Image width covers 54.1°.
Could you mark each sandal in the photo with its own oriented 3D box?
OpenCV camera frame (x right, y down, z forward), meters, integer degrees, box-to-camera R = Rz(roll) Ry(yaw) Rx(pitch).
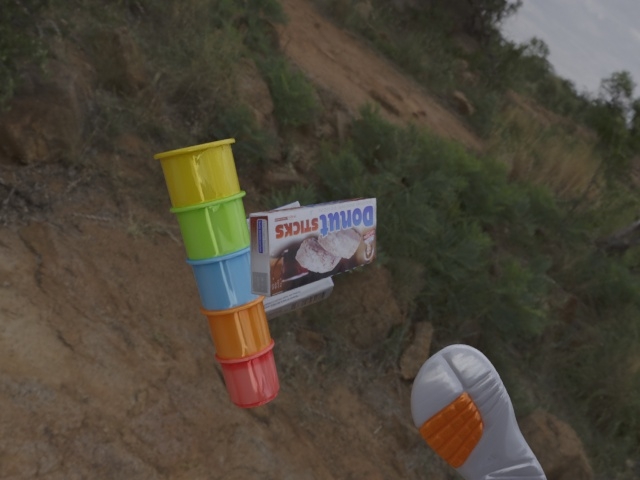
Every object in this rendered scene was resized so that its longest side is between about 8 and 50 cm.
[{"bbox_3d":[0.171,0.211,0.710,0.265,0.102,0.076,58,5,-26],"label":"sandal"}]

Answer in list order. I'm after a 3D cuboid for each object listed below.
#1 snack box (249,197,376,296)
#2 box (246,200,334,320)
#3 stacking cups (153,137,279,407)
[{"bbox_3d":[0.000,0.000,0.551,0.022,0.064,0.178,3,9,32],"label":"snack box"},{"bbox_3d":[-0.067,0.034,0.890,0.072,0.126,0.137,106,-37,-71],"label":"box"},{"bbox_3d":[-0.117,0.045,0.740,0.096,0.096,0.316,-32,114,-66],"label":"stacking cups"}]
